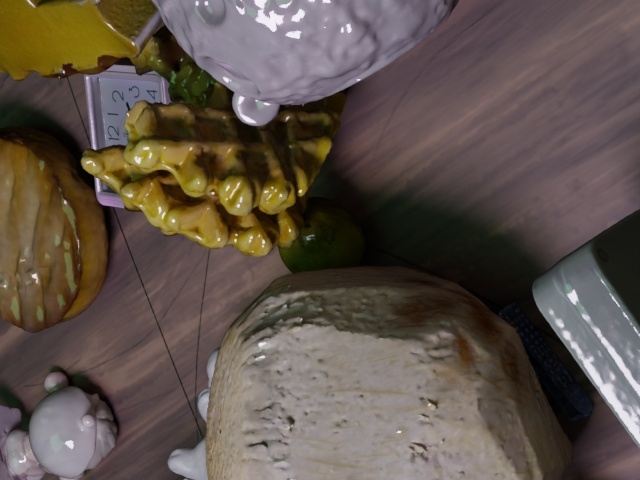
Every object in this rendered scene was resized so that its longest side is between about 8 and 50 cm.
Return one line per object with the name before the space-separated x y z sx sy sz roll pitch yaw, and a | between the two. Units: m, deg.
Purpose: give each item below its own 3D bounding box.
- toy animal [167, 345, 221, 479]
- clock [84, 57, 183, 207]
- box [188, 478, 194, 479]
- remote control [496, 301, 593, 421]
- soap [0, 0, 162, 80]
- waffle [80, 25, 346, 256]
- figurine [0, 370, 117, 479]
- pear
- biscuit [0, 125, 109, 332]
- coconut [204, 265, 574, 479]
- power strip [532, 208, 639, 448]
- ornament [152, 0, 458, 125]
toy animal | -0.056 0.235 1.692 0.249 0.174 0.289 54 131 25
clock | -0.233 -0.140 1.761 0.150 0.063 0.197 9 110 35
box | -0.055 0.443 1.724 0.341 0.225 0.143 28 123 27
remote control | 0.251 0.139 1.506 0.152 0.043 0.027 54 136 8
soap | -0.256 -0.328 1.569 0.259 0.281 0.143 0 137 37
waffle | -0.112 -0.137 1.519 0.261 0.324 0.151 25 138 -15
figurine | -0.404 0.289 1.999 0.256 0.182 0.144 -26 131 33
pear | 0.000 0.000 1.601 0.107 0.107 0.131 14 152 33
biscuit | -0.415 -0.019 1.916 0.296 0.102 0.296 12 110 37
coconut | 0.086 0.210 1.457 0.415 0.415 0.344 60 157 4
power strip | 0.355 0.072 1.265 0.141 0.261 0.229 -40 80 37
ornament | -0.022 -0.310 1.366 0.337 0.337 0.337 13 113 33
